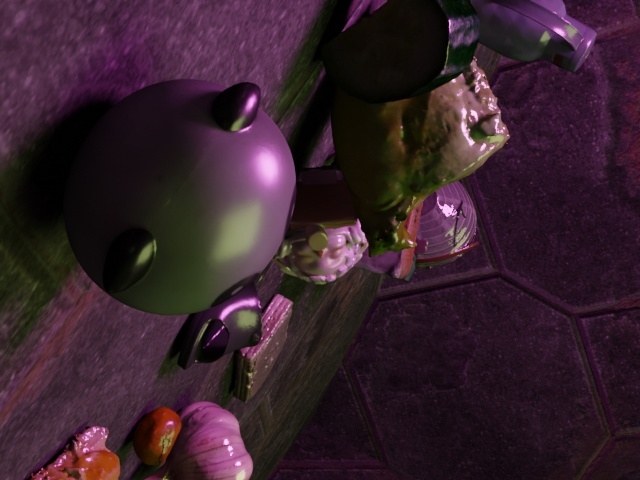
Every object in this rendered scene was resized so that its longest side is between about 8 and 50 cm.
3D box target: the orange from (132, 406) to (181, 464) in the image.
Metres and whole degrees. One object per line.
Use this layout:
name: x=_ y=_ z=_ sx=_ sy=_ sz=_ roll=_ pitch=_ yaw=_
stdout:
orange: x=-0.242 y=0.286 z=1.541 sx=0.086 sy=0.062 sz=0.086 roll=-62 pitch=-173 yaw=14

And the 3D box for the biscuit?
biscuit: x=-0.114 y=0.219 z=2.059 sx=0.150 sy=0.052 sz=0.252 roll=-55 pitch=170 yaw=-28

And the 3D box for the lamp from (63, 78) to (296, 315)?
lamp: x=-0.116 y=-0.029 z=0.878 sx=0.197 sy=0.198 sz=0.244 roll=-58 pitch=180 yaw=-12

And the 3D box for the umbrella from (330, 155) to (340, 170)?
umbrella: x=0.076 y=-0.163 z=1.862 sx=0.053 sy=0.052 sz=0.250 roll=-62 pitch=171 yaw=21

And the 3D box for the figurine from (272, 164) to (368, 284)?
figurine: x=0.000 y=-0.003 z=1.664 sx=0.236 sy=0.163 sz=0.141 roll=98 pitch=-13 yaw=-58

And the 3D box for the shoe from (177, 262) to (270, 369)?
shoe: x=-0.117 y=0.106 z=1.555 sx=0.241 sy=0.093 sz=0.108 roll=-53 pitch=170 yaw=-45

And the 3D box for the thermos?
thermos: x=0.331 y=-0.390 z=1.792 sx=0.145 sy=0.287 sz=0.182 roll=-61 pitch=170 yaw=4

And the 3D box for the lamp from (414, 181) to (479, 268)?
lamp: x=0.213 y=-0.050 z=2.280 sx=0.233 sy=0.265 sz=0.233 roll=2 pitch=90 yaw=-77

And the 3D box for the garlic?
garlic: x=-0.233 y=0.381 z=1.733 sx=0.226 sy=0.199 sz=0.199 roll=-17 pitch=150 yaw=-25

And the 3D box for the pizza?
pizza: x=-0.315 y=0.349 z=1.285 sx=0.223 sy=0.089 sz=0.323 roll=-51 pitch=168 yaw=-31

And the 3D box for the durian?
durian: x=0.131 y=-0.170 z=1.504 sx=0.256 sy=0.339 sz=0.204 roll=-21 pitch=179 yaw=20

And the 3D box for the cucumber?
cucumber: x=0.104 y=-0.260 z=1.338 sx=0.130 sy=0.191 sz=0.191 roll=-24 pitch=144 yaw=-60

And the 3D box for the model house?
model house: x=0.119 y=-0.099 z=2.041 sx=0.267 sy=0.194 sz=0.324 roll=18 pitch=89 yaw=-78
